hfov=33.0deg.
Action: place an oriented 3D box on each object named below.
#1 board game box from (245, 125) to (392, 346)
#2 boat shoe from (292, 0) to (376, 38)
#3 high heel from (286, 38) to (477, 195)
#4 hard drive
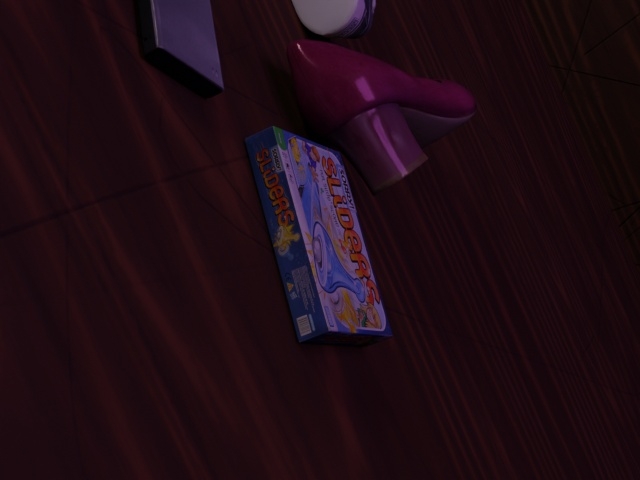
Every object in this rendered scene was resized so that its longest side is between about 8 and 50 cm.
[{"bbox_3d":[0.000,0.000,1.034,0.136,0.035,0.201,13,58,-61],"label":"board game box"},{"bbox_3d":[-0.002,-0.381,1.270,0.102,0.108,0.301,-11,82,-65],"label":"boat shoe"},{"bbox_3d":[0.079,-0.183,1.259,0.181,0.127,0.377,56,20,-5],"label":"high heel"},{"bbox_3d":[-0.128,-0.203,0.959,0.094,0.022,0.135,28,45,-54],"label":"hard drive"}]
